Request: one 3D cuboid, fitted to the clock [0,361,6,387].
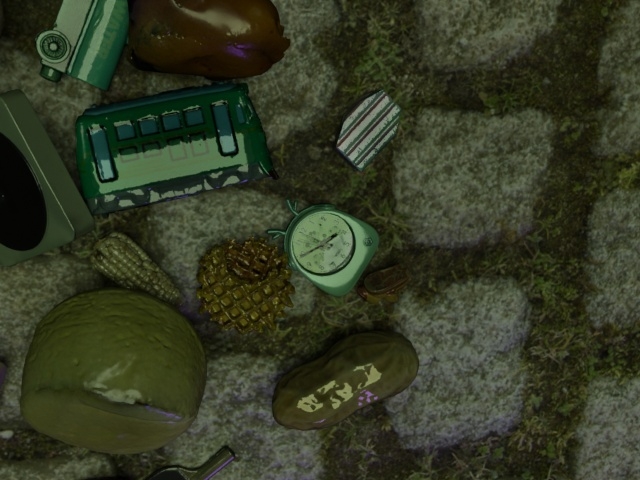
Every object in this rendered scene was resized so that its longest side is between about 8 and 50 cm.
[{"bbox_3d":[-0.769,0.323,1.238,0.326,0.184,0.342,15,90,-8],"label":"clock"}]

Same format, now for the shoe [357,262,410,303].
[{"bbox_3d":[0.134,0.093,1.413,0.109,0.069,0.072,-41,66,-13],"label":"shoe"}]

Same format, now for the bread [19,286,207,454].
[{"bbox_3d":[-0.366,0.237,1.255,0.321,0.237,0.320,4,135,4],"label":"bread"}]

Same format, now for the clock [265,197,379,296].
[{"bbox_3d":[0.000,0.000,1.377,0.211,0.066,0.159,33,91,-13],"label":"clock"}]

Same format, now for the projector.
[{"bbox_3d":[-0.527,-0.100,1.201,0.257,0.079,0.259,-16,105,37],"label":"projector"}]

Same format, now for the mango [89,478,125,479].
[{"bbox_3d":[-0.422,0.507,1.381,0.127,0.063,0.077,9,102,-6],"label":"mango"}]

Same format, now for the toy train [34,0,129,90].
[{"bbox_3d":[-0.406,-0.388,1.237,0.159,0.101,0.248,19,96,-26],"label":"toy train"}]

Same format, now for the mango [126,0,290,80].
[{"bbox_3d":[-0.198,-0.375,1.226,0.287,0.201,0.152,4,78,-22],"label":"mango"}]

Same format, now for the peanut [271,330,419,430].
[{"bbox_3d":[0.045,0.276,1.385,0.313,0.152,0.152,-25,102,-3],"label":"peanut"}]

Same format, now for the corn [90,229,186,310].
[{"bbox_3d":[-0.342,0.071,1.318,0.087,0.087,0.211,-45,102,-1],"label":"corn"}]

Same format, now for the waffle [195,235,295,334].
[{"bbox_3d":[-0.148,0.087,1.340,0.193,0.070,0.197,-6,107,9],"label":"waffle"}]

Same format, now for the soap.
[{"bbox_3d":[0.090,-0.221,1.364,0.100,0.056,0.149,42,90,-15],"label":"soap"}]

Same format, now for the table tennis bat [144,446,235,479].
[{"bbox_3d":[-0.279,0.511,1.429,0.246,0.022,0.138,-40,103,-1],"label":"table tennis bat"}]

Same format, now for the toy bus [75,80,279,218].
[{"bbox_3d":[-0.261,-0.167,1.248,0.344,0.183,0.199,-13,99,-9],"label":"toy bus"}]

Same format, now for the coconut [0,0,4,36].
[{"bbox_3d":[-0.671,-0.367,1.064,0.346,0.346,0.360,24,101,-13],"label":"coconut"}]
